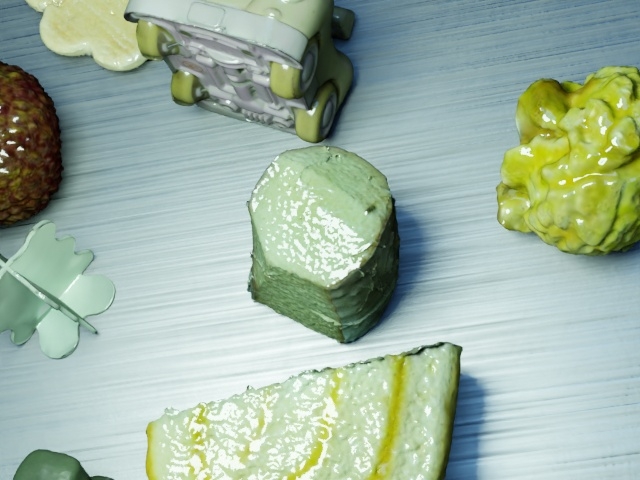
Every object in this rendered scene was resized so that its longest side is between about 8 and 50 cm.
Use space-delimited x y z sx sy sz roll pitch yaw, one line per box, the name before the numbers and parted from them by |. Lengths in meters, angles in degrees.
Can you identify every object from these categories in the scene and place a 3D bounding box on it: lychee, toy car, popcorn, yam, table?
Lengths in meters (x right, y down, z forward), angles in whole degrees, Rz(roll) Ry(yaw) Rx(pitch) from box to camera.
lychee | -0.473 -0.127 1.846 0.271 0.236 0.236 -28 67 -37
toy car | -0.080 -0.284 1.767 0.242 0.336 0.226 17 76 15
popcorn | 0.333 -0.095 1.713 0.251 0.206 0.237 -14 88 24
yam | 0.005 -0.003 1.709 0.202 0.271 0.201 26 81 12
table | -0.382 0.058 1.796 0.166 0.198 0.166 -3 74 10

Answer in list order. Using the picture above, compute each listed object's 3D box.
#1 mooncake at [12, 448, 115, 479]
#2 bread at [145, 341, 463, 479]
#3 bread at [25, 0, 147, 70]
mooncake | -0.331 0.336 1.724 0.104 0.175 0.168 16 40 21
bread | 0.008 0.291 1.644 0.395 0.239 0.264 -14 75 3
bread | -0.286 -0.388 1.983 0.316 0.054 0.316 -2 75 9
